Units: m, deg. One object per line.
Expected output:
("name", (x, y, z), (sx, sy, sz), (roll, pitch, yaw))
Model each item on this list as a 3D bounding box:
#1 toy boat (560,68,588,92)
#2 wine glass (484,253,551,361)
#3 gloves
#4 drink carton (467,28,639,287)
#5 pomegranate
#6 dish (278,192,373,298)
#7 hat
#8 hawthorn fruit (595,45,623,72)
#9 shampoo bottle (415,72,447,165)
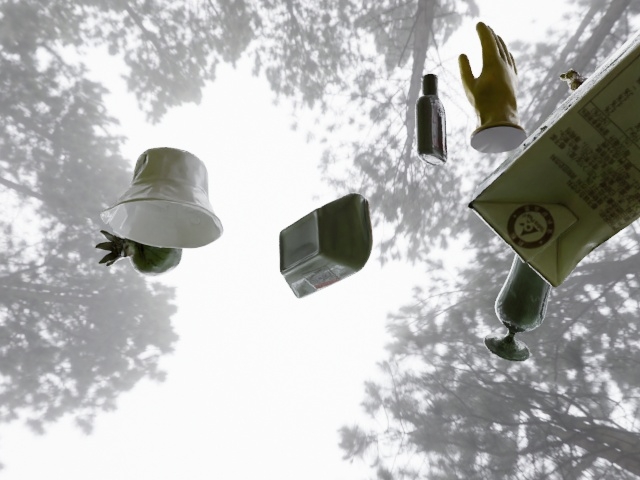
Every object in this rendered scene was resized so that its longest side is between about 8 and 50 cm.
("toy boat", (0.524, -0.200, 1.066), (0.099, 0.141, 0.317), (-9, -112, 44))
("wine glass", (0.425, 0.132, 1.142), (0.103, 0.103, 0.230), (14, -66, 8))
("gloves", (0.386, -0.352, 1.211), (0.116, 0.133, 0.294), (-12, -113, 37))
("drink carton", (0.316, -0.116, 0.553), (0.132, 0.194, 0.324), (47, -69, 5))
("pomegranate", (-0.414, 0.009, 1.261), (0.131, 0.191, 0.152), (-44, -118, 35))
("dish", (0.000, 0.000, 0.971), (0.234, 0.064, 0.154), (-29, -125, 43))
("hat", (-0.250, -0.076, 0.901), (0.203, 0.203, 0.126), (2, -113, 7))
("hawthorn fruit", (0.696, -0.310, 1.143), (0.190, 0.189, 0.251), (-16, -97, 3))
("shampoo bottle", (0.200, -0.221, 0.982), (0.040, 0.080, 0.165), (-11, -109, 42))
